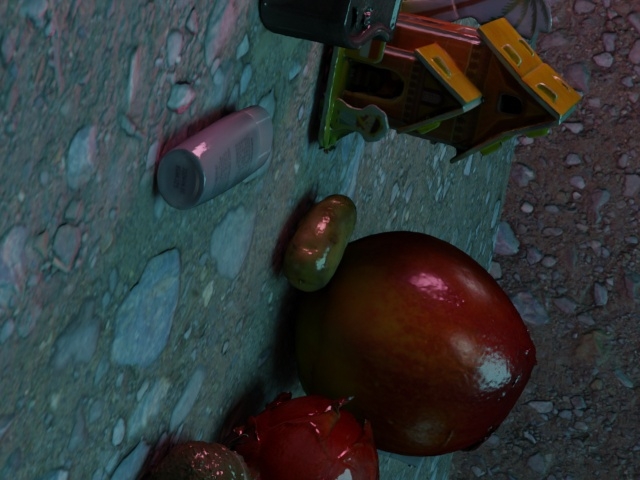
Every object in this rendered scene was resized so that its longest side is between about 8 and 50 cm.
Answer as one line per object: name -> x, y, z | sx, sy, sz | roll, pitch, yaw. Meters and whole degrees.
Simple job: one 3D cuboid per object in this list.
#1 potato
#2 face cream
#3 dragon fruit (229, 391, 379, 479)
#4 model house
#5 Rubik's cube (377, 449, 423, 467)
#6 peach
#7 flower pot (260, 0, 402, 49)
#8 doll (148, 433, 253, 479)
potato -> 0.000, 0.000, 1.767 | 0.107, 0.080, 0.170 | 87, 21, -48
face cream -> -0.111, -0.092, 1.355 | 0.198, 0.057, 0.084 | -42, 146, -65
dragon fruit -> -0.032, 0.341, 1.752 | 0.252, 0.241, 0.241 | -23, 136, -28
model house -> 0.208, -0.273, 1.752 | 0.300, 0.323, 0.340 | -36, 140, -66
Rubik's cube -> 0.117, 0.273, 2.230 | 0.265, 0.212, 0.224 | -72, -178, -49
peach -> 0.144, 0.157, 1.898 | 0.370, 0.370, 0.370 | 17, 90, -74
flower pot -> 0.019, -0.292, 1.497 | 0.229, 0.108, 0.103 | -33, 136, -68
doll -> -0.153, 0.301, 1.509 | 0.221, 0.105, 0.115 | -9, 116, -72
